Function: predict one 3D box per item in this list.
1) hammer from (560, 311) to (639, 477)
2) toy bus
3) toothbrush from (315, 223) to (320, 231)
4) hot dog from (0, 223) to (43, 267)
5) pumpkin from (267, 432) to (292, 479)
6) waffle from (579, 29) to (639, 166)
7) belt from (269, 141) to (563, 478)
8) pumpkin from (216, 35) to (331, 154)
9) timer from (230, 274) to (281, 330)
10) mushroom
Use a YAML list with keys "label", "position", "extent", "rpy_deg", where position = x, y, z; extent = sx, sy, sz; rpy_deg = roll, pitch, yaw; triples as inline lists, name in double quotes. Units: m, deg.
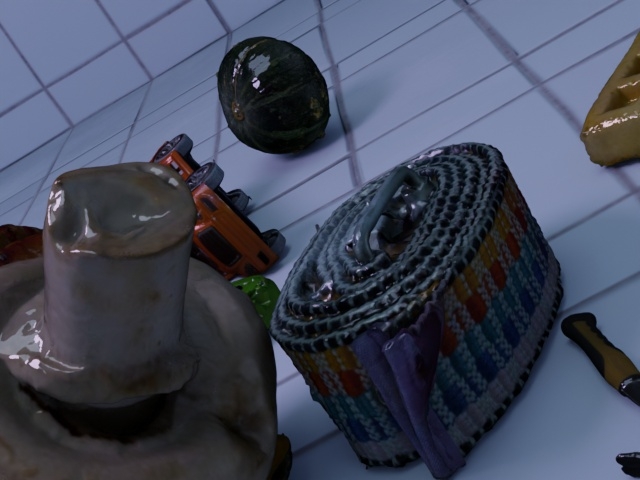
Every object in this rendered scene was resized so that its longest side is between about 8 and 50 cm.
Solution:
- label: "hammer"
  position: [0.210, 0.099, 0.729]
  extent: [0.078, 0.021, 0.201]
  rpy_deg: [-32, 21, 2]
- label: "toy bus"
  position: [-0.167, -0.027, 1.370]
  extent: [0.153, 0.143, 0.329]
  rpy_deg: [-44, 23, -2]
- label: "toothbrush"
  position: [0.000, 0.000, 1.252]
  extent: [0.008, 0.006, 0.097]
  rpy_deg: [-34, 21, 8]
- label: "hot dog"
  position: [-0.403, 0.119, 1.268]
  extent: [0.185, 0.223, 0.405]
  rpy_deg: [-24, 22, 29]
- label: "pumpkin"
  position: [-0.046, 0.198, 0.860]
  extent: [0.050, 0.028, 0.083]
  rpy_deg: [-5, 46, 51]
- label: "waffle"
  position: [0.392, -0.169, 1.006]
  extent: [0.248, 0.055, 0.221]
  rpy_deg: [-12, 29, 42]
- label: "belt"
  position: [0.071, 0.038, 0.863]
  extent: [0.207, 0.160, 0.295]
  rpy_deg: [-14, 28, 39]
- label: "pumpkin"
  position: [-0.070, -0.214, 1.565]
  extent: [0.146, 0.190, 0.190]
  rpy_deg: [-21, 18, -17]
- label: "timer"
  position: [-0.110, 0.093, 1.149]
  extent: [0.128, 0.047, 0.140]
  rpy_deg: [-18, 26, 32]
- label: "mushroom"
  position: [-0.155, 0.092, 0.782]
  extent: [0.292, 0.292, 0.290]
  rpy_deg: [-53, -11, -42]
